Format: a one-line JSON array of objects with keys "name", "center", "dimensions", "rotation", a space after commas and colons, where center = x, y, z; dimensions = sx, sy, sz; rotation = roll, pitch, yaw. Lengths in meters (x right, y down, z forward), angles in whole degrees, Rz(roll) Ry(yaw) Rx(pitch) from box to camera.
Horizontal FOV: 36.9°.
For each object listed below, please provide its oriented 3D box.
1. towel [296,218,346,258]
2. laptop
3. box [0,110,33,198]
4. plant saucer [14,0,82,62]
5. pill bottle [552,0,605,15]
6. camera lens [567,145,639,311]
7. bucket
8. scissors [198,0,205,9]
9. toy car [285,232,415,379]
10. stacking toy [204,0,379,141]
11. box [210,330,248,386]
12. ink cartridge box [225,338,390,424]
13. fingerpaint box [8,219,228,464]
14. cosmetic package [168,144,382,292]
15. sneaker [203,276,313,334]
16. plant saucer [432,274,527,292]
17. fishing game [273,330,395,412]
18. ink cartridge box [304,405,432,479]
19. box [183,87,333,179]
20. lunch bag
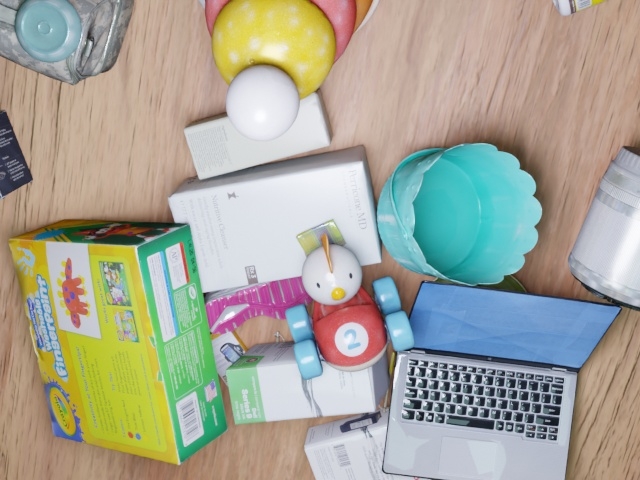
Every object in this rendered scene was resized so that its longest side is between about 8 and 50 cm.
[{"name": "towel", "center": [0.000, 0.000, 1.828], "dimensions": [0.083, 0.009, 0.060], "rotation": [-26, 103, 11]}, {"name": "laptop", "center": [0.342, 0.299, 1.873], "dimensions": [0.382, 0.236, 0.408], "rotation": [7, 89, -2]}, {"name": "box", "center": [-0.674, -0.164, 1.927], "dimensions": [0.093, 0.156, 0.158], "rotation": [-15, 104, 10]}, {"name": "plant saucer", "center": [-0.474, -0.367, 1.655], "dimensions": [0.119, 0.021, 0.119], "rotation": [1, 105, 4]}, {"name": "pill bottle", "center": [0.522, -0.498, 1.738], "dimensions": [0.215, 0.117, 0.117], "rotation": [-20, 103, 10]}, {"name": "camera lens", "center": [0.612, -0.017, 1.816], "dimensions": [0.219, 0.219, 0.274], "rotation": [19, 107, 0]}, {"name": "bucket", "center": [0.252, -0.050, 1.810], "dimensions": [0.281, 0.183, 0.281], "rotation": [-1, 91, -24]}, {"name": "scissors", "center": [-0.268, -0.543, 1.849], "dimensions": [0.297, 0.021, 0.109], "rotation": [43, 103, -6]}, {"name": "toy car", "center": [0.032, 0.100, 1.765], "dimensions": [0.219, 0.210, 0.238], "rotation": [-18, 125, 1]}, {"name": "stacking toy", "center": [-0.080, -0.351, 1.614], "dimensions": [0.350, 0.480, 0.350], "rotation": [5, 136, 4]}, {"name": "box", "center": [-0.195, 0.252, 2.071], "dimensions": [0.081, 0.028, 0.136], "rotation": [-31, 104, 13]}, {"name": "ink cartridge box", "center": [-0.018, 0.274, 1.930], "dimensions": [0.289, 0.211, 0.121], "rotation": [-7, 95, 14]}, {"name": "fingerpaint box", "center": [-0.405, 0.190, 1.929], "dimensions": [0.371, 0.163, 0.445], "rotation": [2, 108, 35]}, {"name": "cosmetic package", "center": [-0.079, -0.042, 1.906], "dimensions": [0.385, 0.156, 0.217], "rotation": [-11, 106, 9]}, {"name": "sneaker", "center": [-0.135, 0.108, 1.986], "dimensions": [0.252, 0.111, 0.103], "rotation": [-12, 114, -15]}, {"name": "plant saucer", "center": [0.320, 0.159, 1.990], "dimensions": [0.241, 0.037, 0.241], "rotation": [1, 106, 5]}, {"name": "fishing game", "center": [0.026, 0.269, 2.050], "dimensions": [0.264, 0.041, 0.189], "rotation": [5, 99, 10]}, {"name": "ink cartridge box", "center": [0.106, 0.469, 2.066], "dimensions": [0.237, 0.100, 0.172], "rotation": [-17, 104, 10]}, {"name": "box", "center": [-0.121, -0.212, 1.894], "dimensions": [0.275, 0.094, 0.113], "rotation": [-13, 105, 8]}, {"name": "lunch bag", "center": [-0.534, -0.428, 1.785], "dimensions": [0.305, 0.256, 0.212], "rotation": [22, 107, -1]}]
